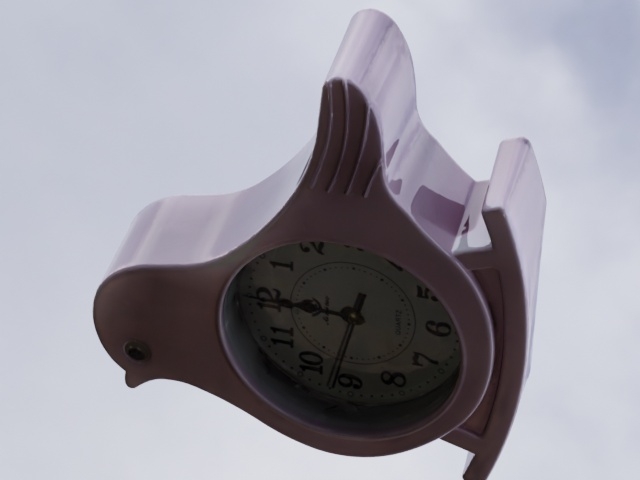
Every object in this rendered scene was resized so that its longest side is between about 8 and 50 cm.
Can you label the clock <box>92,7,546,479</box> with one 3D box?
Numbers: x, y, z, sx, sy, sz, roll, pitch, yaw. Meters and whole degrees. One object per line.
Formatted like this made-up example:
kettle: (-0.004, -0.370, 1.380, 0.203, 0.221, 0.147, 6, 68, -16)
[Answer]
clock: (0.000, 0.000, 1.097, 0.275, 0.080, 0.290, 12, -52, 10)
